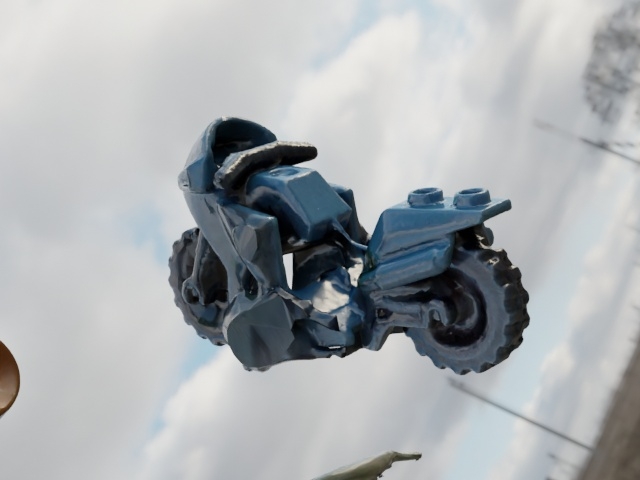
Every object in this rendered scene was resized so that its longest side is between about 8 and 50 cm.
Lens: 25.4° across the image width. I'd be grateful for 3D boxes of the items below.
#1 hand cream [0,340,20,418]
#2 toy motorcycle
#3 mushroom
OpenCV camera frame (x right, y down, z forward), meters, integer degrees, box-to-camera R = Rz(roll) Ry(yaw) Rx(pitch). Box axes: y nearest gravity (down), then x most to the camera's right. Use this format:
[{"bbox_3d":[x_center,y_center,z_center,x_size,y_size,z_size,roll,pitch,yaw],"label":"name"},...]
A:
[{"bbox_3d":[-0.361,0.175,1.242,0.089,0.140,0.314,5,-35,-34],"label":"hand cream"},{"bbox_3d":[0.000,0.000,1.316,0.172,0.416,0.232,-22,-71,-46],"label":"toy motorcycle"},{"bbox_3d":[0.003,0.241,1.408,0.306,0.068,0.043,-11,-77,-36],"label":"mushroom"}]
